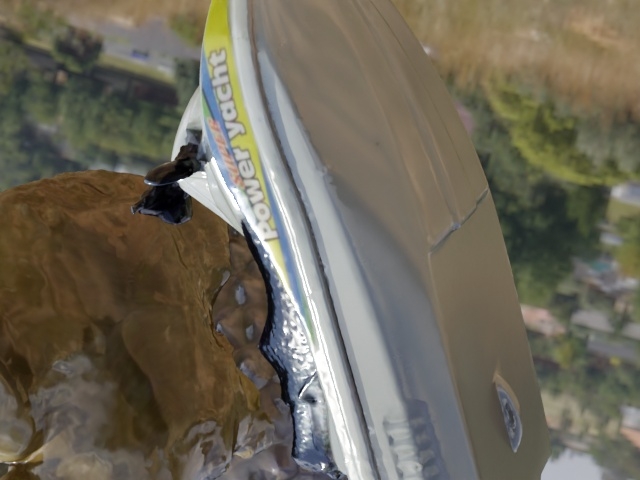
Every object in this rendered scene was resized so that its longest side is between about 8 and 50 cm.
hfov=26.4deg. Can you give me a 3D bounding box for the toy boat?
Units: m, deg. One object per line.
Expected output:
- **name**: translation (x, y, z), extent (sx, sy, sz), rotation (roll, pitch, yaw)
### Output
- **toy boat**: translation (0.007, 0.003, 0.570), extent (0.140, 0.269, 0.141), rotation (-28, -173, 4)

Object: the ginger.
- **ginger**: translation (-0.124, 0.088, 0.741), extent (0.218, 0.270, 0.123), rotation (8, 148, -33)

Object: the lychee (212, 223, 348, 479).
- **lychee**: translation (-0.020, 0.131, 1.240), extent (0.380, 0.432, 0.380), rotation (-14, 158, -6)

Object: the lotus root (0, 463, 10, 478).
- **lotus root**: translation (-0.326, 0.200, 1.089), extent (0.175, 0.175, 0.349), rotation (8, 151, 49)
